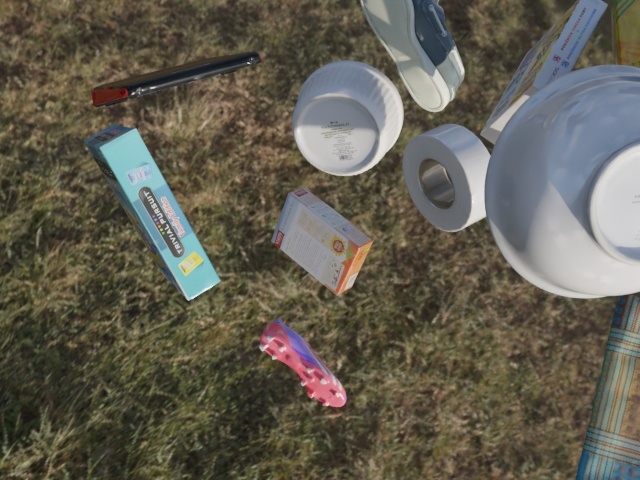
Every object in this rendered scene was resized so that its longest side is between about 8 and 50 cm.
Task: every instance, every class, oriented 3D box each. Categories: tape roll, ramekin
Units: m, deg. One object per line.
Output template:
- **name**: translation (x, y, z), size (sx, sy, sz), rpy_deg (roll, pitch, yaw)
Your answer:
- **tape roll**: translation (0.350, -0.171, 1.956), size (0.100, 0.286, 0.286), rpy_deg (-26, 78, -24)
- **ramekin**: translation (0.044, -0.219, 1.332), size (0.207, 0.207, 0.109), rpy_deg (38, 36, -10)

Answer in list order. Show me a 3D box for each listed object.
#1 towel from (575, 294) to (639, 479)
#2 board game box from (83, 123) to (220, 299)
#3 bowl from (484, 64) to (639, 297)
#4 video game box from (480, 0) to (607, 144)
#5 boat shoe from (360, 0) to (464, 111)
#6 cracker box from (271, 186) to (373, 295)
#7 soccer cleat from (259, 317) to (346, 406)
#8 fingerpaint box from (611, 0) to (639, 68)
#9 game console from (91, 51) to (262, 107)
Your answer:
- **towel**: translation (0.517, 0.284, 1.003), size (0.271, 0.040, 0.370), rpy_deg (13, 84, 14)
- **board game box**: translation (-0.344, -0.064, 1.442), size (0.079, 0.254, 0.336), rpy_deg (-32, 111, -16)
- **bowl**: translation (0.355, -0.055, 0.842), size (0.298, 0.298, 0.134), rpy_deg (37, 8, -11)
- **video game box**: translation (0.345, -0.261, 1.127), size (0.048, 0.205, 0.187), rpy_deg (30, 75, -2)
- **boat shoe**: translation (0.167, -0.388, 1.276), size (0.099, 0.116, 0.319), rpy_deg (-43, 118, -24)
- **cracker box**: translation (0.000, 0.000, 1.740), size (0.232, 0.155, 0.067), rpy_deg (39, 38, 21)
- **soccer cleat**: translation (-0.029, 0.275, 1.629), size (0.248, 0.083, 0.095), rpy_deg (40, 39, 0)
- **fingerpaint box**: translation (0.648, -0.288, 0.998), size (0.371, 0.445, 0.163), rpy_deg (-69, 148, -44)
- **game console**: translation (-0.387, -0.422, 1.887), size (0.386, 0.342, 0.060), rpy_deg (-23, 111, -27)
